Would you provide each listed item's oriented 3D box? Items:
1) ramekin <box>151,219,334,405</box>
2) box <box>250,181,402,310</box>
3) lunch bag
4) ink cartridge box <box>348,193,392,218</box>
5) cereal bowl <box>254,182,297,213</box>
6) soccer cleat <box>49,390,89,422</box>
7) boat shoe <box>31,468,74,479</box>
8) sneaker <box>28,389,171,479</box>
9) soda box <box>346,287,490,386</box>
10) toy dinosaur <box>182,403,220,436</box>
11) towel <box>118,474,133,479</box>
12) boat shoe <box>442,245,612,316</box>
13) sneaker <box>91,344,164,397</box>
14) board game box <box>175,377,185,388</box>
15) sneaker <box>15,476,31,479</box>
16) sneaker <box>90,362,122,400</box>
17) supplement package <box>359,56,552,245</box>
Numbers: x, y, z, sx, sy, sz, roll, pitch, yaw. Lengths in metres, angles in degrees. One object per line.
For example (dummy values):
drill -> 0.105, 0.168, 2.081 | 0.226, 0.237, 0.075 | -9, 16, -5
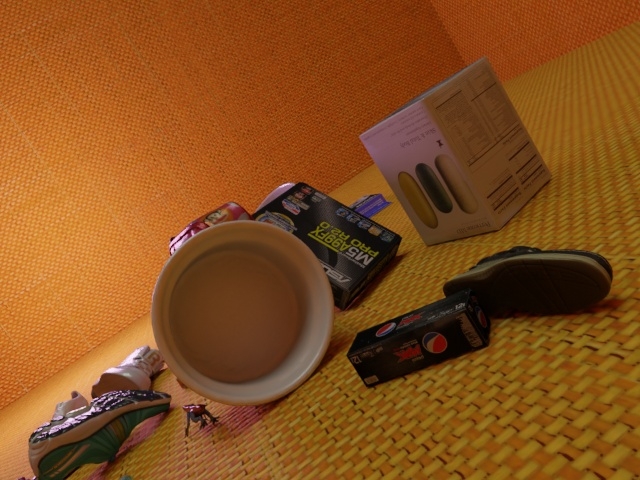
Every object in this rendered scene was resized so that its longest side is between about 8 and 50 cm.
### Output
ramekin -> -0.128, 0.116, 0.877 | 0.277, 0.277, 0.135 | -36, 2, -21
box -> 0.000, 0.000, 1.128 | 0.216, 0.270, 0.060 | -39, -28, -43
lunch bag -> -0.171, 0.083, 1.096 | 0.120, 0.293, 0.258 | -39, 8, -34
ink cartridge box -> 0.116, -0.087, 1.840 | 0.206, 0.045, 0.208 | -34, 11, -12
cereal bowl -> -0.094, 0.033, 1.386 | 0.339, 0.141, 0.339 | -42, 33, 35
soccer cleat -> -0.686, 0.473, 1.447 | 0.068, 0.076, 0.196 | -30, 9, 14
boat shoe -> -0.504, 0.421, 1.129 | 0.207, 0.073, 0.073 | -40, 12, -33
sneaker -> -0.405, 0.358, 1.029 | 0.107, 0.110, 0.275 | -1, 10, 41
soda box -> 0.119, 0.120, 0.672 | 0.169, 0.053, 0.060 | -27, 10, 28
toy dinosaur -> -0.200, 0.277, 0.895 | 0.047, 0.090, 0.082 | -20, 31, -41
towel -> -0.327, 0.397, 0.844 | 0.083, 0.009, 0.060 | -37, 9, -27
boat shoe -> 0.235, 0.039, 0.634 | 0.073, 0.080, 0.223 | -43, 9, -29
sneaker -> -0.464, 0.326, 1.391 | 0.292, 0.108, 0.169 | -24, 15, 50
board game box -> -0.267, 0.263, 1.303 | 0.124, 0.039, 0.259 | -32, 6, -3
sneaker -> -0.529, 0.481, 0.841 | 0.111, 0.103, 0.252 | -36, 2, 3
sneaker -> -0.557, 0.378, 1.554 | 0.086, 0.064, 0.192 | -32, 4, 34
supplement package -> 0.256, -0.162, 1.048 | 0.198, 0.262, 0.199 | -38, 10, -30
